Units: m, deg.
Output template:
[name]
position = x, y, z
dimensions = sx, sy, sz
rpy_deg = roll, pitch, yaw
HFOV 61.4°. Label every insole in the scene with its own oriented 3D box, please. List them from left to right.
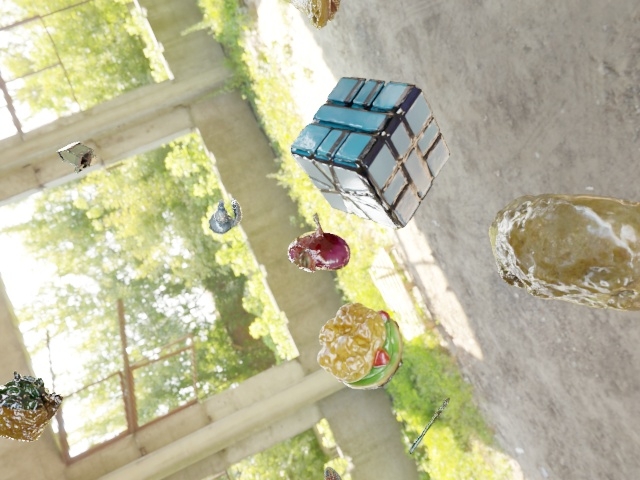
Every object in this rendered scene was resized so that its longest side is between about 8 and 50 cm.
[insole]
position = 0.047, 0.674, 1.413
dimensions = 0.065, 0.006, 0.193
rpy_deg = 3, 112, 39

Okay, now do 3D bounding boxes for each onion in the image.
[onion]
position = 0.000, 0.000, 1.257
dimensions = 0.150, 0.150, 0.140
rpy_deg = -134, 45, -66

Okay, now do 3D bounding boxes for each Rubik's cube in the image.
[Rubik's cube]
position = 0.137, -0.238, 1.462
dimensions = 0.288, 0.283, 0.293
rpy_deg = 22, 164, 43

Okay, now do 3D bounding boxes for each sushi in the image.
[sushi]
position = -0.771, 0.407, 1.348
dimensions = 0.149, 0.287, 0.140
rpy_deg = -4, -78, -75

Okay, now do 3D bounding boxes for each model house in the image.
[model house]
position = -0.564, -0.198, 1.253
dimensions = 0.083, 0.058, 0.057
rpy_deg = -71, 6, -58

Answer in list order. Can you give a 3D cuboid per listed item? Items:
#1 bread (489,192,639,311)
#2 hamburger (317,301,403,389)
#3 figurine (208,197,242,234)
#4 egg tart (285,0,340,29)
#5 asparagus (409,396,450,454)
[bread]
position = 0.322, 0.019, 0.654
dimensions = 0.230, 0.230, 0.123
rpy_deg = 157, 123, -81
[hamburger]
position = 0.095, 0.267, 1.407
dimensions = 0.149, 0.237, 0.237
rpy_deg = 33, -165, -38
[figurine]
position = -0.242, -0.067, 1.369
dimensions = 0.086, 0.082, 0.094
rpy_deg = 110, 152, -53
[egg tart]
position = -0.017, -0.625, 1.128
dimensions = 0.339, 0.153, 0.351
rpy_deg = 100, 180, -46
[asparagus]
position = 0.263, 0.445, 1.300
dimensions = 0.013, 0.166, 0.016
rpy_deg = 37, 167, 11
